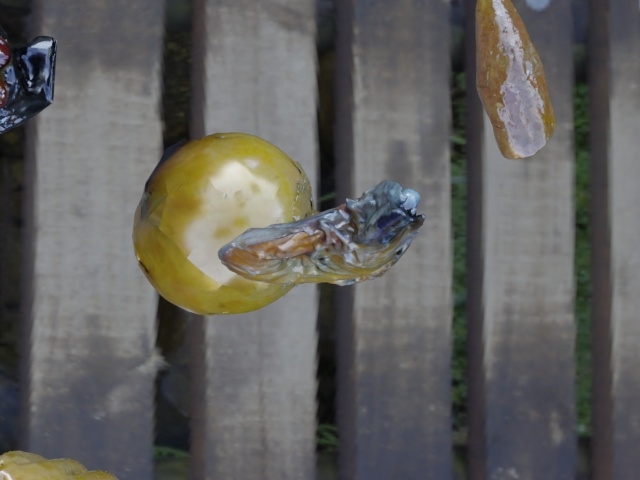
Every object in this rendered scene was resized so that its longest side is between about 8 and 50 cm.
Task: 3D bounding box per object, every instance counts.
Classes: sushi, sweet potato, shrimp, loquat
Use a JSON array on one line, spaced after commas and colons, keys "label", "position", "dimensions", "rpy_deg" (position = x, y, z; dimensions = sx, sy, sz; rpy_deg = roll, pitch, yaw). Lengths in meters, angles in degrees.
[{"label": "sushi", "position": [-0.372, -0.157, 1.286], "dimensions": [0.150, 0.172, 0.153], "rpy_deg": [11, 81, -72]}, {"label": "sweet potato", "position": [0.260, -0.237, 1.841], "dimensions": [0.097, 0.097, 0.251], "rpy_deg": [-13, 88, -34]}, {"label": "shrimp", "position": [0.000, 0.000, 1.154], "dimensions": [0.164, 0.317, 0.062], "rpy_deg": [-4, 79, -16]}, {"label": "loquat", "position": [-0.114, -0.021, 1.626], "dimensions": [0.235, 0.235, 0.235], "rpy_deg": [-1, 92, -34]}]

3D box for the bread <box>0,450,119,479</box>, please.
[{"label": "bread", "position": [-0.174, 0.230, 0.775], "dimensions": [0.240, 0.139, 0.240], "rpy_deg": [3, 57, -5]}]
